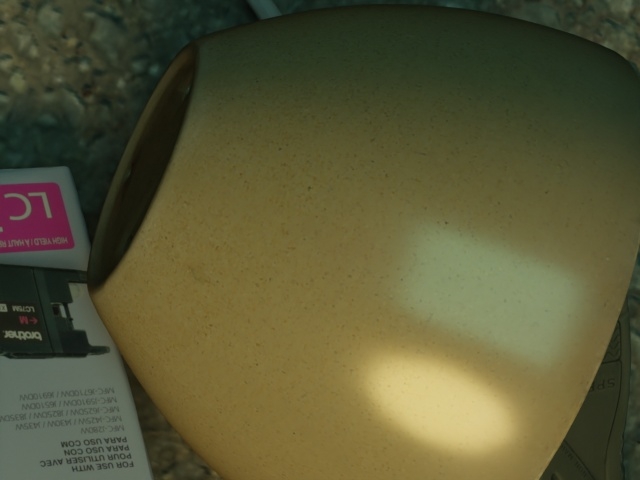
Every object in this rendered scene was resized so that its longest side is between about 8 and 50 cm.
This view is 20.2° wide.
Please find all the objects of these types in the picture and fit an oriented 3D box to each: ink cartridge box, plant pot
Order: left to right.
[{"bbox_3d":[-0.176,0.105,0.838,0.185,0.065,0.311,-4,58,-23],"label":"ink cartridge box"},{"bbox_3d":[0.000,0.000,0.862,0.191,0.284,0.284,23,84,-17],"label":"plant pot"}]

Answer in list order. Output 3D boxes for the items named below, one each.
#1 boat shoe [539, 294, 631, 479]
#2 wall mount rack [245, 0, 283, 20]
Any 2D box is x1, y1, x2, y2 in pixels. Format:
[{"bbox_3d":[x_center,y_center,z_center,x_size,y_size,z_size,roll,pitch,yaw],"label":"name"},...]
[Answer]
[{"bbox_3d":[0.105,0.148,1.004,0.118,0.103,0.321,-5,98,-35],"label":"boat shoe"},{"bbox_3d":[0.052,-0.224,0.864,0.350,0.304,0.130,-32,74,-9],"label":"wall mount rack"}]
